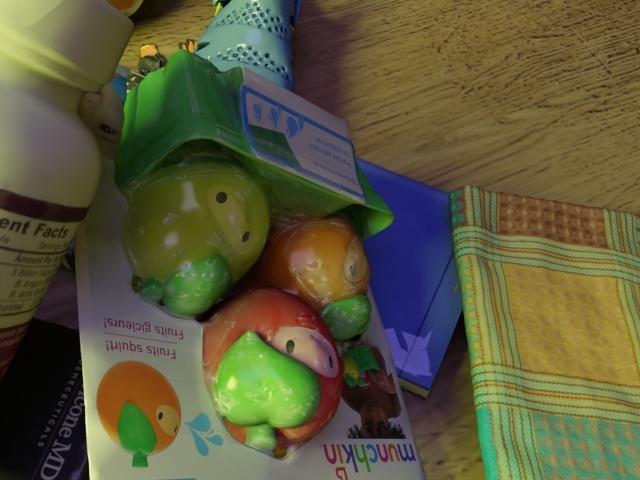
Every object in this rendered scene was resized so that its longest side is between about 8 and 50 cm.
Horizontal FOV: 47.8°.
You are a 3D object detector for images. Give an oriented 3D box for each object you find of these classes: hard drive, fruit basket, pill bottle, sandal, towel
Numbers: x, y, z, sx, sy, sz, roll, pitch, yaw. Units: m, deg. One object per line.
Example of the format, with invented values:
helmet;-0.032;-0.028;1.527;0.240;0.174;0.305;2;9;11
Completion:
hard drive;0.000;0.000;0.744;0.319;0.040;0.210;23;62;12
fruit basket;-0.035;0.041;0.541;0.165;0.327;0.353;-37;56;27
pill bottle;-0.223;-0.013;0.383;0.169;0.169;0.301;29;94;15
sandal;-0.078;-0.234;0.792;0.126;0.138;0.317;11;50;-12
towel;0.258;0.112;0.636;0.271;0.040;0.370;8;53;-11

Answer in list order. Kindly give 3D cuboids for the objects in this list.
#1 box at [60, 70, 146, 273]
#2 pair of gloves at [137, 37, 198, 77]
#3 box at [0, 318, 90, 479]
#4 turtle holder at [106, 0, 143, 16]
box;-0.272;-0.095;0.787;0.183;0.056;0.231;23;62;12
pair of gloves;-0.183;-0.219;0.887;0.083;0.010;0.074;-12;61;-7
box;-0.322;0.219;0.532;0.312;0.179;0.343;15;61;9
turtle holder;-0.336;-0.368;0.859;0.320;0.227;0.243;7;81;47
